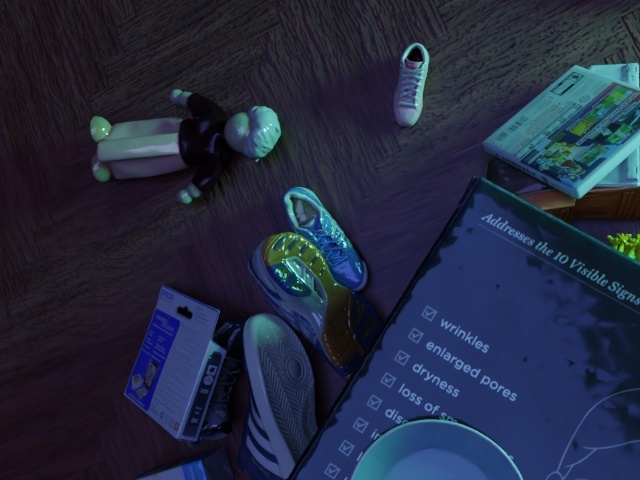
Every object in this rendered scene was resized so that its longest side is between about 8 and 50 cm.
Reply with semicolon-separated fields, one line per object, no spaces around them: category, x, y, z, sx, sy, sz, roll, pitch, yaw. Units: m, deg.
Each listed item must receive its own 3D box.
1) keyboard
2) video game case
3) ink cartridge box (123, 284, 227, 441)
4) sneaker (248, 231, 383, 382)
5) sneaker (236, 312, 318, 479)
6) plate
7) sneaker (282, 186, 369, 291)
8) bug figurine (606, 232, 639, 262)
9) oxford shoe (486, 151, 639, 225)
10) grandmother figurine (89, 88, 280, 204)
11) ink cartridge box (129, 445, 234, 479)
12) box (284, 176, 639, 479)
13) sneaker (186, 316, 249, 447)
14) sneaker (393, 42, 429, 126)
keyboard;0.425;-0.174;0.976;0.072;0.014;0.255;-1;51;26
video game case;0.370;-0.163;0.969;0.201;0.023;0.183;-39;43;-8
ink cartridge box;-0.235;0.194;1.108;0.206;0.045;0.208;15;86;50
sneaker;-0.002;0.115;1.095;0.112;0.131;0.296;-38;97;-28
sneaker;-0.083;0.292;1.068;0.148;0.131;0.349;-16;88;37
plate;0.119;0.279;0.686;0.188;0.024;0.188;-2;78;10
sneaker;0.000;0.000;1.104;0.080;0.081;0.211;-40;79;6
bug figurine;0.498;0.050;0.901;0.216;0.279;0.072;22;105;34
oxford shoe;0.428;-0.104;0.987;0.364;0.130;0.132;-9;64;4
grandmother figurine;-0.232;-0.168;1.168;0.343;0.104;0.207;-7;93;16
ink cartridge box;-0.250;0.408;1.121;0.182;0.104;0.061;-21;81;11
box;0.272;0.259;0.824;0.480;0.297;0.471;32;87;14
sneaker;-0.156;0.246;1.096;0.228;0.086;0.132;-56;38;13
sneaker;0.146;-0.257;1.094;0.051;0.070;0.134;13;90;13
